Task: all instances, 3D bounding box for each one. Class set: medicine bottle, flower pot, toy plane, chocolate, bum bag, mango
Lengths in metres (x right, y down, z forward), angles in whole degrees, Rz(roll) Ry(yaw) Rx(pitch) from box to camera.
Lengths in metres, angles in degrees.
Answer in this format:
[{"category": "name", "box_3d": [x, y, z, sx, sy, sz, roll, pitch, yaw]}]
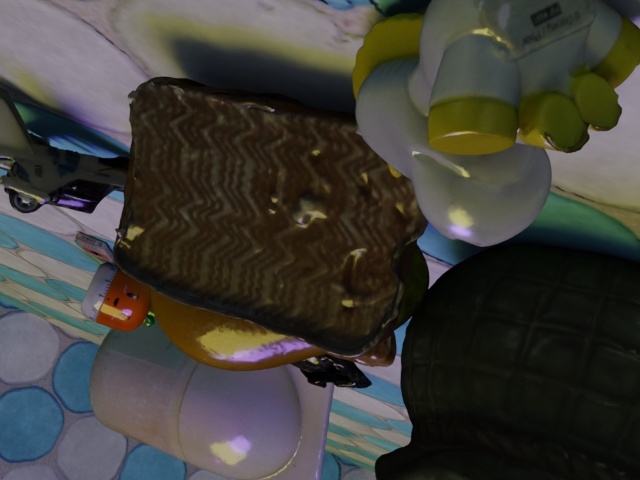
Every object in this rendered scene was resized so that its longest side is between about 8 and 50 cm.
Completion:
[{"category": "medicine bottle", "box_3d": [-0.163, 0.268, 1.537, 0.406, 0.235, 0.236, 14, 162, 29]}, {"category": "flower pot", "box_3d": [0.202, 0.147, 0.704, 0.302, 0.213, 0.302, 22, 163, 7]}, {"category": "toy plane", "box_3d": [-0.226, -0.055, 0.857, 0.262, 0.088, 0.192, 26, -169, -22]}, {"category": "chocolate", "box_3d": [-0.026, -0.023, 0.597, 0.214, 0.148, 0.093, 17, -161, 19]}, {"category": "bum bag", "box_3d": [-0.039, 0.131, 1.234, 0.248, 0.069, 0.102, 35, 180, 10]}, {"category": "mango", "box_3d": [-0.027, 0.024, 0.720, 0.221, 0.151, 0.120, -13, 146, 11]}]

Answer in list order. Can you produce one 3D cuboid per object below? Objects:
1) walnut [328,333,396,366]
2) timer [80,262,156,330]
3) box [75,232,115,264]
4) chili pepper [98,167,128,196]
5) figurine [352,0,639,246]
[{"category": "walnut", "box_3d": [0.007, 0.102, 1.050, 0.170, 0.069, 0.143, 15, 167, -16]}, {"category": "timer", "box_3d": [-0.299, 0.095, 1.406, 0.136, 0.099, 0.136, 29, 175, 3]}, {"category": "box", "box_3d": [-0.327, 0.013, 1.337, 0.046, 0.012, 0.083, 21, 164, 5]}, {"category": "chili pepper", "box_3d": [-0.127, -0.031, 0.799, 0.084, 0.086, 0.192, 36, -177, 33]}, {"category": "figurine", "box_3d": [0.065, -0.067, 0.434, 0.129, 0.109, 0.178, 48, 161, 13]}]
